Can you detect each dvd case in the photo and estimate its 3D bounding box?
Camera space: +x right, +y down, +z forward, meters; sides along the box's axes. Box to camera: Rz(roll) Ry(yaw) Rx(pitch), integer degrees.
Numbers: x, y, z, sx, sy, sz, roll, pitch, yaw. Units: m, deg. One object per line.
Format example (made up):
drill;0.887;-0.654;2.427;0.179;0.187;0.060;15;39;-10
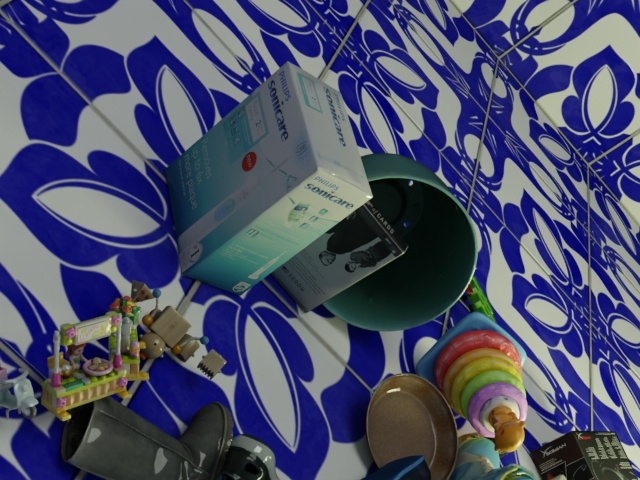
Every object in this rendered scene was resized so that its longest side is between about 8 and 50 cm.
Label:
dvd case;0.000;0.000;1.658;0.179;0.239;0.029;50;39;-8

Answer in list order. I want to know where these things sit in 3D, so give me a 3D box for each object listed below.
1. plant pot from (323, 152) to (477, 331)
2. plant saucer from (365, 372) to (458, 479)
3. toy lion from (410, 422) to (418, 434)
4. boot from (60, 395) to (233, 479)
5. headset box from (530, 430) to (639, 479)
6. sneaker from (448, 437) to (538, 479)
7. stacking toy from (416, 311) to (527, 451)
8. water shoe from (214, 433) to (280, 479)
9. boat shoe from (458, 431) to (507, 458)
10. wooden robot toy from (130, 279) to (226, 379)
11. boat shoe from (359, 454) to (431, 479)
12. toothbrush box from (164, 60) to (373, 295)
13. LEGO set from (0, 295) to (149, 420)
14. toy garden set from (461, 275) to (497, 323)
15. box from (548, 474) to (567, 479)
plant pot;0.112;-0.024;1.826;0.293;0.293;0.235;43;16;-20
plant saucer;0.143;0.319;1.691;0.199;0.036;0.198;16;63;-34
toy lion;0.171;0.330;1.780;0.096;0.034;0.100;45;28;-30
boot;-0.212;0.238;1.274;0.208;0.076;0.189;32;32;-23
headset box;0.572;0.537;2.067;0.218;0.110;0.293;12;49;-51
sneaker;0.292;0.405;1.680;0.127;0.208;0.319;46;32;-8
stacking toy;0.299;0.276;1.792;0.166;0.175;0.302;41;11;-20
water shoe;-0.089;0.327;1.309;0.080;0.073;0.203;-54;144;-33
boat shoe;0.307;0.379;1.906;0.153;0.048;0.056;19;44;-47
wooden robot toy;-0.215;0.137;1.397;0.173;0.076;0.079;47;64;-13
boat shoe;0.101;0.391;1.517;0.258;0.109;0.089;-13;87;-49
toothbrush box;-0.087;-0.089;1.567;0.126;0.295;0.216;24;41;-43
LEGO set;-0.266;0.113;1.223;0.132;0.107;0.287;14;23;20
toy garden set;0.300;0.116;2.107;0.203;0.049;0.244;59;11;-18
box;0.471;0.581;1.886;0.275;0.094;0.113;57;27;6
